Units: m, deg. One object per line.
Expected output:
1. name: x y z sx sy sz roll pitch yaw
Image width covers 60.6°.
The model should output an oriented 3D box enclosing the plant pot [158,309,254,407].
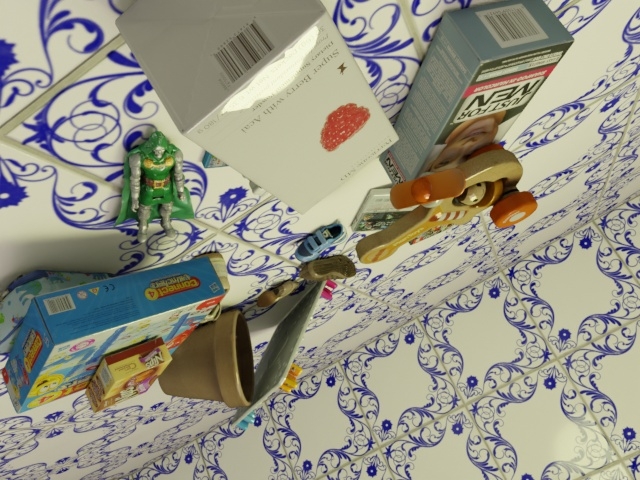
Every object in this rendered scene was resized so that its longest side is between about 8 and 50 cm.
1. plant pot: -0.317 0.332 1.504 0.229 0.263 0.263 -7 158 2

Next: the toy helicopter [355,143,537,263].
1. toy helicopter: 0.202 -0.052 1.013 0.355 0.140 0.235 -34 155 28

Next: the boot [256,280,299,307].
1. boot: -0.116 0.152 1.551 0.118 0.042 0.087 -33 167 35

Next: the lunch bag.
1. lunch bag: -0.481 0.131 0.999 0.176 0.090 0.219 -39 160 22

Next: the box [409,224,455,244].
1. box: 0.327 -0.078 1.521 0.159 0.044 0.233 -23 158 -10

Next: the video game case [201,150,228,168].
1. video game case: -0.097 -0.164 0.875 0.166 0.015 0.119 -12 155 -34

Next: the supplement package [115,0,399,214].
1. supplement package: -0.052 -0.180 0.648 0.177 0.175 0.293 -38 157 9

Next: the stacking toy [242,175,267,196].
1. stacking toy: -0.011 -0.145 0.925 0.167 0.052 0.221 -40 166 27

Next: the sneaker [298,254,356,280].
1. sneaker: 0.019 0.081 1.531 0.188 0.066 0.071 5 159 -45

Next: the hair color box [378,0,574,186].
1. hair color box: 0.253 -0.235 0.980 0.185 0.113 0.374 -18 158 -19

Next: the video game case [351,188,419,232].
1. video game case: 0.187 -0.075 1.341 0.190 0.022 0.173 -4 152 -17

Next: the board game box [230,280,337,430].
1. board game box: -0.106 0.335 1.623 0.390 0.050 0.390 -51 -170 46

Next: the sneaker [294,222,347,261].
1. sneaker: 0.000 0.000 1.317 0.144 0.053 0.059 -31 161 -13

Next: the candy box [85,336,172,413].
1. candy box: -0.356 0.249 1.006 0.109 0.053 0.186 -17 158 -41

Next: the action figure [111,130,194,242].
1. action figure: -0.251 -0.081 0.833 0.137 0.063 0.232 -13 152 -24

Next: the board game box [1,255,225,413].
1. board game box: -0.371 0.166 0.981 0.308 0.086 0.302 -15 158 -44

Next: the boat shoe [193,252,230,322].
1. boat shoe: -0.280 0.143 1.254 0.109 0.098 0.302 -10 153 -36
